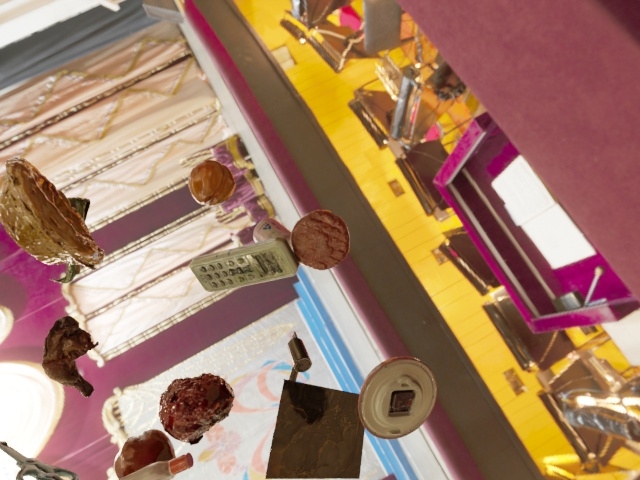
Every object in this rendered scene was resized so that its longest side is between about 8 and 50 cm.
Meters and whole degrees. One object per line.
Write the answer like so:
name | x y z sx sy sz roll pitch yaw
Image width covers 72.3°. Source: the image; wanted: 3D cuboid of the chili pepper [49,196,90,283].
chili pepper | -0.878 0.012 1.540 0.076 0.084 0.359 39 117 38

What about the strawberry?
strawberry | -0.467 0.594 1.612 0.220 0.274 0.274 38 163 26

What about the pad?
pad | 0.008 0.554 1.266 0.367 0.248 0.007 26 154 -38

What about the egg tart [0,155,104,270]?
egg tart | -0.683 -0.045 1.095 0.341 0.129 0.341 46 166 15

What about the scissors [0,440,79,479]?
scissors | -0.934 0.717 1.398 0.392 0.032 0.180 9 162 28

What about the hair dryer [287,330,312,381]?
hair dryer | -0.120 0.554 1.921 0.195 0.077 0.249 -125 48 -61

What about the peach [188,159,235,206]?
peach | -0.325 -0.167 1.310 0.138 0.138 0.138 60 173 12

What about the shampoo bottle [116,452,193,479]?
shampoo bottle | -0.460 0.653 1.216 0.108 0.220 0.051 64 -179 -51

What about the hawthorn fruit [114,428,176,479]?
hawthorn fruit | -0.657 0.871 1.690 0.261 0.224 0.224 47 167 30

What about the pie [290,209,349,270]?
pie | 0.000 0.000 1.282 0.182 0.182 0.049 63 -171 -10

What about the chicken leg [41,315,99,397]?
chicken leg | -0.912 0.428 1.601 0.083 0.177 0.323 21 104 63

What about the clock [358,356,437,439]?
clock | 0.216 0.439 1.217 0.245 0.244 0.056 63 168 -16

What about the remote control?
remote control | -0.229 0.073 1.310 0.066 0.335 0.128 -69 -40 -53

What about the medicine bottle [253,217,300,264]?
medicine bottle | -0.188 0.013 2.022 0.254 0.152 0.152 39 160 39
